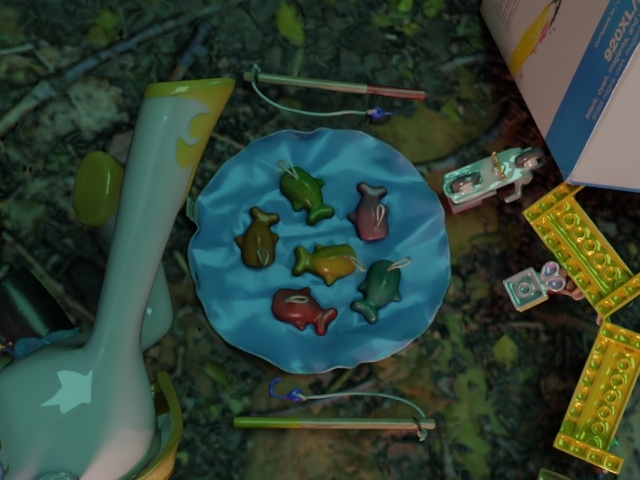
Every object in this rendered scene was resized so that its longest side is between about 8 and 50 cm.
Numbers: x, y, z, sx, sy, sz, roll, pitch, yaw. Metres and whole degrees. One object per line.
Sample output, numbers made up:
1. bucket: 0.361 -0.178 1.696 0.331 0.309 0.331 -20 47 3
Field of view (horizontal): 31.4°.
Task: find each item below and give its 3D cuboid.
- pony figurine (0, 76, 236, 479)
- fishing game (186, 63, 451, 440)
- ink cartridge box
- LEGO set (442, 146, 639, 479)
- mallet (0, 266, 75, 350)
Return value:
1. pony figurine: -0.174 0.112 0.567 0.351 0.302 0.364 -12 102 -42
2. fishing game: 0.000 0.000 0.785 0.189 0.041 0.264 6 71 -5
3. ink cartridge box: 0.245 -0.167 0.823 0.171 0.168 0.233 5 41 -18
4. LEGO set: 0.184 0.070 0.824 0.132 0.107 0.287 -15 79 13
5. mallet: -0.230 0.100 0.694 0.062 0.039 0.190 44 69 -3
